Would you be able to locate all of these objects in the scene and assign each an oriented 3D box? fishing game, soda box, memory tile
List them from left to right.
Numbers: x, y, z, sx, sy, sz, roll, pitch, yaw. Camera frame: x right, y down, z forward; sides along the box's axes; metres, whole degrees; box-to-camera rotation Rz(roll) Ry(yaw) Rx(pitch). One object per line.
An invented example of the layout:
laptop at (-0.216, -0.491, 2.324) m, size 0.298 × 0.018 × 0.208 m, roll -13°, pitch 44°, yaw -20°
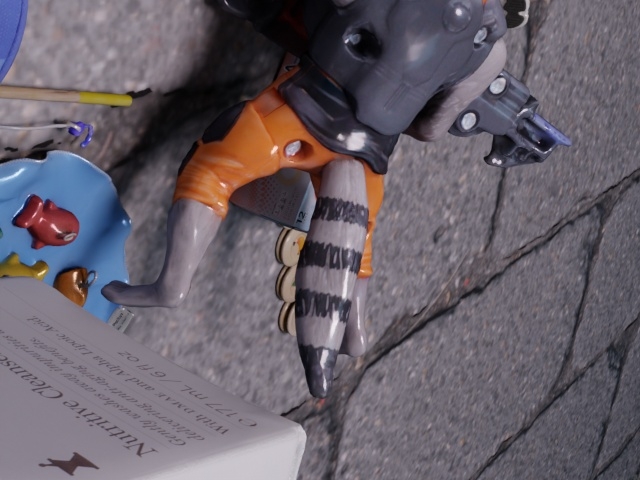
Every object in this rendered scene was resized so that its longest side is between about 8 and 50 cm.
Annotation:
fishing game at (-0.172, 0.038, 0.690) m, size 0.189 × 0.041 × 0.264 m, roll 3°, pitch 107°, yaw -57°
memory tile at (0.000, 0.000, 0.985) m, size 0.113 × 0.012 × 0.148 m, roll -39°, pitch 141°, yaw -41°
soda box at (0.001, -0.097, 0.866) m, size 0.058 × 0.063 × 0.183 m, roll 17°, pitch 94°, yaw -61°

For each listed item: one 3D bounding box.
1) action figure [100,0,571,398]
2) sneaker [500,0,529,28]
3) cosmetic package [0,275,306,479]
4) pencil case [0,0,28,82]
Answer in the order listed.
action figure at (0.057, -0.071, 0.759) m, size 0.341 × 0.178 × 0.330 m, roll 21°, pitch 99°, yaw -31°
sneaker at (0.164, -0.270, 1.048) m, size 0.170 × 0.068 × 0.071 m, roll 85°, pitch 22°, yaw -53°
cosmetic package at (-0.216, 0.131, 0.462) m, size 0.385 × 0.217 × 0.156 m, roll -4°, pitch 112°, yaw -54°
pencil case at (-0.249, -0.068, 0.400) m, size 0.306 × 0.119 × 0.133 m, roll -31°, pitch 172°, yaw -48°
